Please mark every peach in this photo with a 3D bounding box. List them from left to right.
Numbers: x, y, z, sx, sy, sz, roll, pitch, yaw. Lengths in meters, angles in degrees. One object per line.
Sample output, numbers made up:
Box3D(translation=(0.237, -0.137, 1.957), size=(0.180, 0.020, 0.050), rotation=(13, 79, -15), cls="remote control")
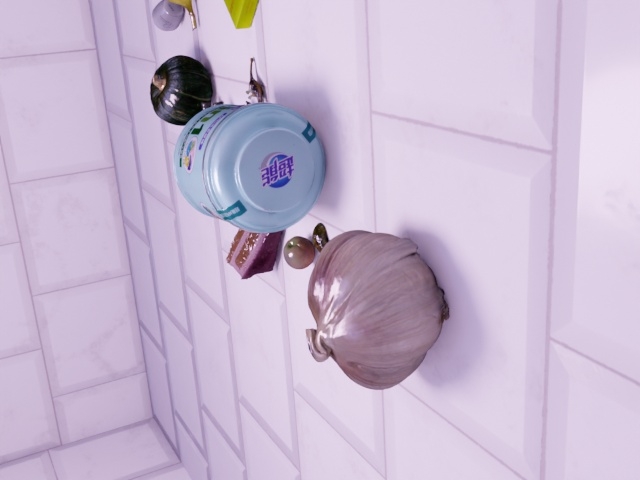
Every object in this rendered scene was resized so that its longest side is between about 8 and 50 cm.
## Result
Box3D(translation=(-0.051, 0.031, 1.864), size=(0.083, 0.083, 0.083), rotation=(40, 136, 53), cls="peach")

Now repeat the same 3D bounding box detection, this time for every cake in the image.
Box3D(translation=(-0.149, -0.025, 2.058), size=(0.116, 0.112, 0.295), rotation=(56, 135, 34), cls="cake")

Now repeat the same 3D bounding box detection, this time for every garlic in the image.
Box3D(translation=(0.093, 0.132, 1.462), size=(0.322, 0.240, 0.322), rotation=(-170, 90, -68), cls="garlic")

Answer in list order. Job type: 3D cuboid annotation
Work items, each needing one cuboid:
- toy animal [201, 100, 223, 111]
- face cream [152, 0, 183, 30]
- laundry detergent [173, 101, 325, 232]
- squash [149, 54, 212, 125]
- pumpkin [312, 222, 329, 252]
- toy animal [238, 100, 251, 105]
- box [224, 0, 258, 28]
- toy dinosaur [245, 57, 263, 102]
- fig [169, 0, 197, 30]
Box3D(translation=(-0.285, -0.310, 2.177), size=(0.245, 0.114, 0.146), rotation=(-109, 21, -71), cls="toy animal")
Box3D(translation=(-0.472, -0.704, 2.379), size=(0.095, 0.091, 0.091), rotation=(-26, 78, 56), cls="face cream")
Box3D(translation=(-0.156, -0.169, 1.741), size=(0.305, 0.287, 0.287), rotation=(18, 118, 62), cls="laundry detergent")
Box3D(translation=(-0.419, -0.448, 2.292), size=(0.218, 0.172, 0.218), rotation=(36, 133, 52), cls="squash")
Box3D(translation=(-0.001, 0.001, 1.803), size=(0.083, 0.028, 0.050), rotation=(67, 152, 11), cls="pumpkin")
Box3D(translation=(-0.214, -0.261, 1.968), size=(0.148, 0.233, 0.084), rotation=(42, 131, -16), cls="toy animal")
Box3D(translation=(-0.231, -0.719, 1.916), size=(0.335, 0.047, 0.187), rotation=(66, 153, 21), cls="box")
Box3D(translation=(-0.167, -0.377, 1.957), size=(0.058, 0.037, 0.180), rotation=(128, 126, -65), cls="toy dinosaur")
Box3D(translation=(-0.417, -0.734, 2.224), size=(0.159, 0.159, 0.257), rotation=(25, 141, 60), cls="fig")
